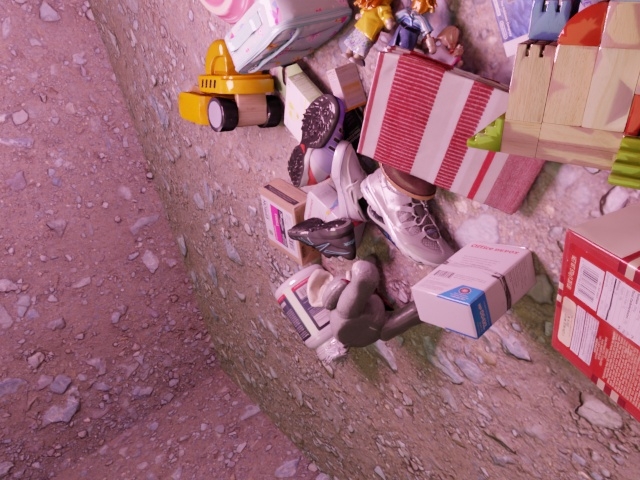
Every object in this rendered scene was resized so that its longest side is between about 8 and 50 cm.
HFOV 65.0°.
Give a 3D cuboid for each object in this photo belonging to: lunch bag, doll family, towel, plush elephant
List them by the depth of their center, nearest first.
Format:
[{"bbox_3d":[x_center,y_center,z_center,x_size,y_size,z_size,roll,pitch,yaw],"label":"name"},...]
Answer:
[{"bbox_3d":[0.237,-0.192,0.901,0.328,0.037,0.237,24,140,11],"label":"towel"},{"bbox_3d":[0.135,-0.380,0.913,0.263,0.118,0.163,42,115,30],"label":"doll family"},{"bbox_3d":[-0.082,-0.463,1.108,0.279,0.224,0.108,-10,107,59],"label":"lunch bag"},{"bbox_3d":[0.105,0.160,1.387,0.330,0.271,0.256,-52,26,27],"label":"plush elephant"}]

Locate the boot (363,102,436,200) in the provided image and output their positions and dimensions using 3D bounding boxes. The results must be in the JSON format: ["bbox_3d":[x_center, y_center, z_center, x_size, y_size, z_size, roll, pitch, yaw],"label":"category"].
[{"bbox_3d":[0.180,-0.224,1.040,0.249,0.090,0.207,54,153,19],"label":"boot"}]

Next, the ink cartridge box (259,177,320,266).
[{"bbox_3d":[-0.099,-0.060,1.644,0.193,0.088,0.235,31,140,41],"label":"ink cartridge box"}]

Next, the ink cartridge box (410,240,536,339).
[{"bbox_3d":[0.308,0.090,1.003,0.148,0.203,0.086,12,128,54],"label":"ink cartridge box"}]

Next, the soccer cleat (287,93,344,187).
[{"bbox_3d":[0.010,-0.242,1.234,0.109,0.116,0.318,69,154,22],"label":"soccer cleat"}]

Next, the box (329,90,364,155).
[{"bbox_3d":[0.064,-0.288,1.236,0.162,0.029,0.116,60,152,0],"label":"box"}]

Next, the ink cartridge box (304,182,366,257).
[{"bbox_3d":[0.040,-0.059,1.435,0.175,0.072,0.128,46,149,25],"label":"ink cartridge box"}]

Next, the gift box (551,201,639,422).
[{"bbox_3d":[0.480,0.064,0.659,0.276,0.257,0.255,-123,19,-50],"label":"gift box"}]

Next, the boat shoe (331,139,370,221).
[{"bbox_3d":[0.090,-0.143,1.255,0.084,0.095,0.258,15,150,21],"label":"boat shoe"}]

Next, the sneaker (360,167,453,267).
[{"bbox_3d":[0.204,-0.062,1.130,0.281,0.105,0.115,51,131,15],"label":"sneaker"}]

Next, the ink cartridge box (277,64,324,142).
[{"bbox_3d":[-0.069,-0.372,1.312,0.235,0.056,0.171,53,158,20],"label":"ink cartridge box"}]

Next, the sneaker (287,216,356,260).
[{"bbox_3d":[0.000,0.000,1.372,0.267,0.101,0.106,6,123,56],"label":"sneaker"}]

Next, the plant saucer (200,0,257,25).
[{"bbox_3d":[-0.265,-0.730,1.310,0.332,0.084,0.332,39,146,34],"label":"plant saucer"}]

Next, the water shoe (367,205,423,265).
[{"bbox_3d":[0.199,-0.020,1.241,0.203,0.073,0.080,50,178,16],"label":"water shoe"}]

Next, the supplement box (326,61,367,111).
[{"bbox_3d":[0.061,-0.350,1.149,0.036,0.062,0.099,7,121,58],"label":"supplement box"}]

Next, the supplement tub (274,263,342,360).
[{"bbox_3d":[-0.006,0.233,1.650,0.272,0.191,0.191,55,151,10],"label":"supplement tub"}]

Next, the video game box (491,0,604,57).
[{"bbox_3d":[0.324,-0.388,0.708,0.187,0.048,0.205,-2,114,56],"label":"video game box"}]

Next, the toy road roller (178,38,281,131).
[{"bbox_3d":[-0.265,-0.454,1.457,0.329,0.202,0.241,24,120,47],"label":"toy road roller"}]

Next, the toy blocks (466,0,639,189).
[{"bbox_3d":[0.390,-0.218,0.598,0.381,0.190,0.261,18,124,32],"label":"toy blocks"}]
